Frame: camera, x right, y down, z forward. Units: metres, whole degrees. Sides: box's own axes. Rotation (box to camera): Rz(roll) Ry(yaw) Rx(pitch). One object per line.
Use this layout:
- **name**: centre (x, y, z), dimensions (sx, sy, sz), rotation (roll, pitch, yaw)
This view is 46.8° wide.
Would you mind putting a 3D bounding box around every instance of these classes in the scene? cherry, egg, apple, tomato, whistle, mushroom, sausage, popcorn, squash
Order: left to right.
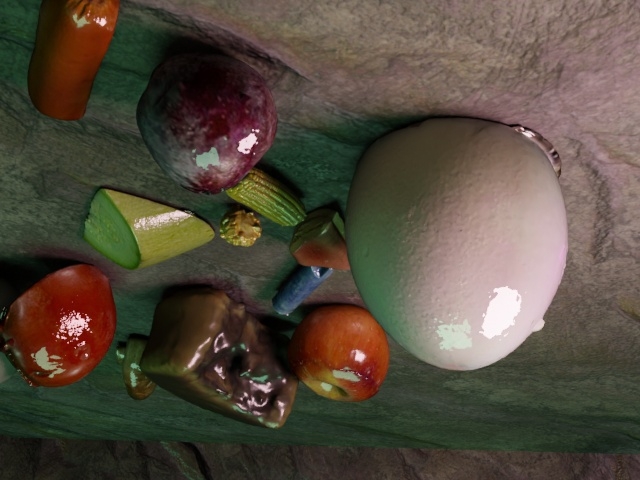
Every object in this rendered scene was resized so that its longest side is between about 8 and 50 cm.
- **sausage**: centre (-0.335, -0.241, 0.981), dimensions (0.089, 0.083, 0.300), rotation (4, 157, -26)
- **tomato**: centre (-0.565, 0.216, 1.672), dimensions (0.170, 0.309, 0.309), rotation (43, 165, 23)
- **mushroom**: centre (-0.543, 0.396, 2.213), dimensions (0.156, 0.151, 0.286), rotation (7, 154, -6)
- **squash**: centre (-0.345, -0.025, 1.489), dimensions (0.204, 0.155, 0.237), rotation (47, 148, 0)
- **cherry**: centre (-0.159, -0.162, 1.009), dimensions (0.195, 0.195, 0.195), rotation (4, 153, 2)
- **popcorn**: centre (-0.150, -0.027, 1.383), dimensions (0.082, 0.083, 0.057), rotation (-15, 175, -38)
- **whistle**: centre (-0.034, 0.090, 1.611), dimensions (0.062, 0.062, 0.304), rotation (14, 152, -16)
- **apple**: centre (0.047, 0.270, 1.801), dimensions (0.251, 0.206, 0.272), rotation (8, 153, 20)
- **egg**: centre (0.208, 0.037, 1.154), dimensions (0.354, 0.340, 0.354), rotation (5, 152, 3)

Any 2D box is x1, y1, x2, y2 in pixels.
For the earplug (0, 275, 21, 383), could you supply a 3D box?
- **earplug**: centre (-0.893, 0.210, 1.748), dimensions (0.393, 0.313, 0.313), rotation (2, 153, 1)

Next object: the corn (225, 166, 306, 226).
- **corn**: centre (-0.095, -0.076, 1.287), dimensions (0.085, 0.063, 0.165), rotation (-22, 145, 27)

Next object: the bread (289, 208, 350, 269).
- **bread**: centre (0.000, -0.001, 1.414), dimensions (0.119, 0.067, 0.192), rotation (-9, 152, 10)

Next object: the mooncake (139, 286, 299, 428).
- **mooncake**: centre (-0.238, 0.285, 1.826), dimensions (0.393, 0.246, 0.394), rotation (15, 153, 0)
